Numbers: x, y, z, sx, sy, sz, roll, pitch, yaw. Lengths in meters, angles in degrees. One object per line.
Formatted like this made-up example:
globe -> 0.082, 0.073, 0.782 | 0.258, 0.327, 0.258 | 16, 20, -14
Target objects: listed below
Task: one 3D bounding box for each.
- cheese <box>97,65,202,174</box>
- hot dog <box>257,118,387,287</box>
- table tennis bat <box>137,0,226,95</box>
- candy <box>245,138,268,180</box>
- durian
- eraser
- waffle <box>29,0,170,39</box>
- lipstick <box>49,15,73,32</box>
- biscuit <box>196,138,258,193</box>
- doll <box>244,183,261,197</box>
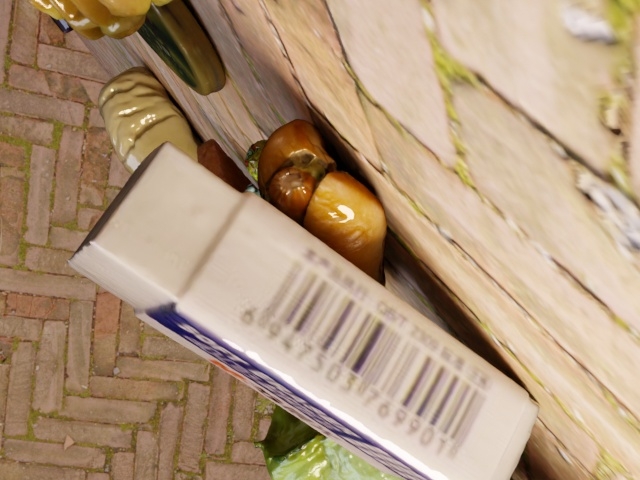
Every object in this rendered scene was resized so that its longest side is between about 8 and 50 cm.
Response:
cheese -> -0.258, -0.162, 1.285 | 0.214, 0.117, 0.226 | 57, 179, 14
hot dog -> 0.000, 0.000, 0.578 | 0.100, 0.068, 0.249 | 51, 173, 18
table tennis bat -> -0.167, -0.230, 0.627 | 0.198, 0.050, 0.321 | 44, 173, 32
candy -> -0.016, -0.037, 0.690 | 0.123, 0.035, 0.035 | 44, 164, -18
durian -> 0.072, 0.300, 1.055 | 0.339, 0.204, 0.256 | 50, 146, 11
eraser -> -0.011, 0.057, 0.503 | 0.279, 0.081, 0.124 | 36, 162, -15
waffle -> -0.203, -0.227, 0.473 | 0.283, 0.065, 0.309 | 37, 163, -2
lipstick -> -0.419, -0.450, 1.006 | 0.418, 0.077, 0.077 | 58, 171, -31
biscuit -> -0.063, 0.019, 0.965 | 0.306, 0.043, 0.284 | 58, -170, 2
doll -> -0.019, 0.012, 0.806 | 0.159, 0.059, 0.158 | 53, 173, -18
